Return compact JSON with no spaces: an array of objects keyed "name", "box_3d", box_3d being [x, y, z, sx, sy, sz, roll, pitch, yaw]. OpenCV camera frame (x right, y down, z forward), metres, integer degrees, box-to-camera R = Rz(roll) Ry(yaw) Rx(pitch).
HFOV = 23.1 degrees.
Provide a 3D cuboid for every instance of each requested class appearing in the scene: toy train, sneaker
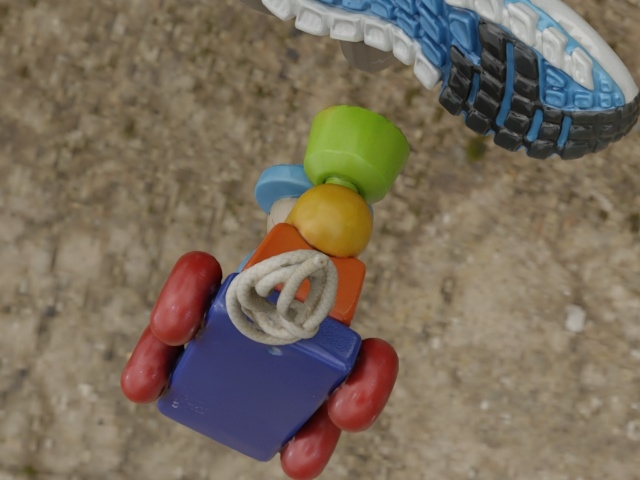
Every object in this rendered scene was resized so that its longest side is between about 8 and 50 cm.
[{"name":"toy train","box_3d":[0.000,0.000,0.678,0.143,0.105,0.248,-66,5,-27]},{"name":"sneaker","box_3d":[0.060,-0.105,0.644,0.190,0.083,0.071,35,143,27]}]

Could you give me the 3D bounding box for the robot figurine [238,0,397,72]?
[{"name":"robot figurine","box_3d":[-0.010,-0.220,0.889,0.209,0.278,0.174,31,88,2]}]
